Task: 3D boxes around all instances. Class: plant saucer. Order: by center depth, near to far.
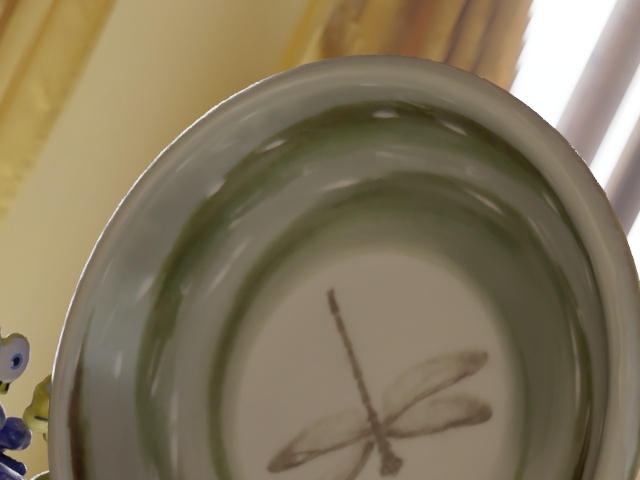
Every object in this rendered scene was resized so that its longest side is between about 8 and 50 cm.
[{"bbox_3d":[0.020,0.095,1.097,0.400,0.400,0.100,29,-176,35],"label":"plant saucer"}]

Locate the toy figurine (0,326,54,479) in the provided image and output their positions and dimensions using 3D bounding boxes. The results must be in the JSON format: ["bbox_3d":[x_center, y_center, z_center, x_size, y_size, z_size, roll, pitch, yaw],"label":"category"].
[{"bbox_3d":[-0.205,0.227,1.191,0.362,0.191,0.217,57,-168,-60],"label":"toy figurine"}]
